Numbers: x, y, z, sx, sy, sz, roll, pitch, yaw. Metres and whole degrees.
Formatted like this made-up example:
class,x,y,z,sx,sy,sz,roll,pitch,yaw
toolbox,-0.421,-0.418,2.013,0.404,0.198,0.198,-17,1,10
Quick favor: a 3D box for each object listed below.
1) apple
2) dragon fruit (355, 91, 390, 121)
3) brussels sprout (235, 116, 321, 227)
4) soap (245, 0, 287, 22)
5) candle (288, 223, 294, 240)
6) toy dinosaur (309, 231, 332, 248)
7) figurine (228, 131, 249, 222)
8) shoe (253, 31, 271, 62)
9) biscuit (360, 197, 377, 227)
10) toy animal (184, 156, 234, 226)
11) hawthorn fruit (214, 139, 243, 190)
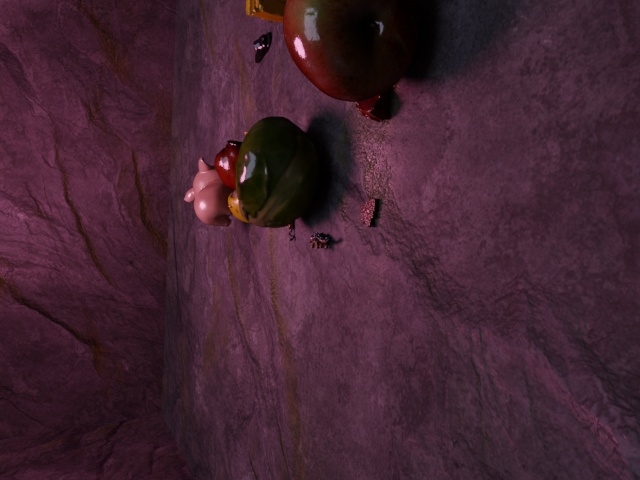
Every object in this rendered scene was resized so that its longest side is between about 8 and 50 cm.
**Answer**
class,x,y,z,sx,sy,sz,roll,pitch,yaw
apple,0.075,-0.521,1.354,0.277,0.348,0.348,-148,62,-64
dragon fruit,0.144,-0.365,1.529,0.131,0.063,0.097,4,58,57
brussels sprout,-0.151,-0.216,1.817,0.315,0.276,0.371,-133,50,-55
soap,-0.142,-0.913,1.874,0.096,0.204,0.324,22,110,56
candle,-0.107,-0.082,2.000,0.026,0.021,0.167,146,121,-87
toy dinosaur,0.000,0.000,1.779,0.154,0.049,0.055,175,98,-66
figurine,-0.247,-0.235,2.091,0.215,0.187,0.343,-156,74,-64
shoe,-0.248,-0.775,2.221,0.159,0.053,0.062,140,127,-58
biscuit,0.139,-0.085,1.560,0.092,0.016,0.082,-64,33,37
toy animal,-0.458,-0.199,2.408,0.237,0.269,0.326,-60,1,31
hawthorn fruit,-0.325,-0.290,2.258,0.189,0.189,0.251,1,110,61
